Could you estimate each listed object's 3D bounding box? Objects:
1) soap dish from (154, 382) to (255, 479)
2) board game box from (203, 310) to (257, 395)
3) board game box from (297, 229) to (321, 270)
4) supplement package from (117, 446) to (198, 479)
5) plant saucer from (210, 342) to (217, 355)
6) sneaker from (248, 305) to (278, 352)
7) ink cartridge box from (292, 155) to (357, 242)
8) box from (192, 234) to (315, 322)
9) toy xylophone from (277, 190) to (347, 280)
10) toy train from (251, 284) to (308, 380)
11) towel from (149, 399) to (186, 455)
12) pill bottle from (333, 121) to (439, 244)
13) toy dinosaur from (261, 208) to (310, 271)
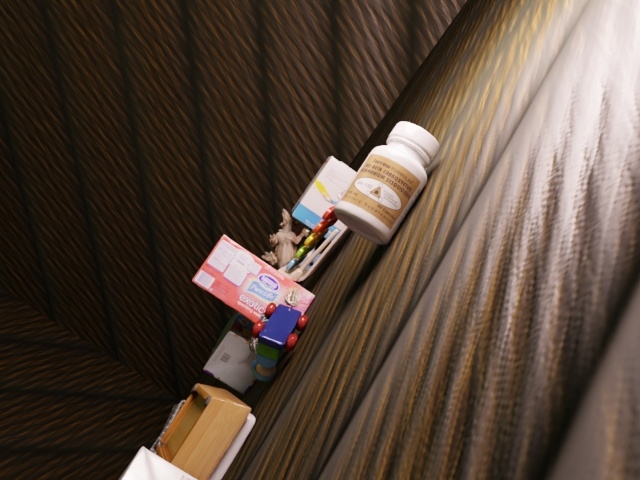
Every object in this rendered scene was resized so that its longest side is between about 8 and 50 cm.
[{"bbox_3d":[-0.276,0.451,1.351,0.228,0.118,0.291,-57,14,-16],"label":"soap dish"},{"bbox_3d":[-0.221,0.304,1.732,0.144,0.142,0.275,-55,6,14],"label":"board game box"},{"bbox_3d":[-0.087,0.109,2.162,0.390,0.050,0.390,-53,7,27],"label":"board game box"},{"bbox_3d":[-0.269,0.477,0.923,0.203,0.194,0.149,-52,6,30],"label":"supplement package"},{"bbox_3d":[-0.314,0.338,2.174,0.310,0.050,0.310,-50,6,7],"label":"plant saucer"},{"bbox_3d":[-0.134,0.234,1.517,0.052,0.058,0.135,15,68,41],"label":"sneaker"},{"bbox_3d":[0.036,-0.142,1.951,0.232,0.168,0.171,-55,6,6],"label":"ink cartridge box"},{"bbox_3d":[-0.185,0.131,1.610,0.154,0.300,0.142,-58,6,-9],"label":"box"},{"bbox_3d":[0.000,0.000,1.658,0.322,0.081,0.236,-50,-8,12],"label":"toy xylophone"},{"bbox_3d":[-0.097,0.228,1.457,0.248,0.105,0.143,-57,-13,-62],"label":"toy train"},{"bbox_3d":[-0.430,0.601,1.705,0.235,0.121,0.283,118,178,-64],"label":"towel"},{"bbox_3d":[0.138,-0.117,1.181,0.229,0.131,0.131,-57,6,-9],"label":"pill bottle"},{"bbox_3d":[-0.115,0.039,1.996,0.200,0.127,0.295,82,-155,-84],"label":"toy dinosaur"}]
